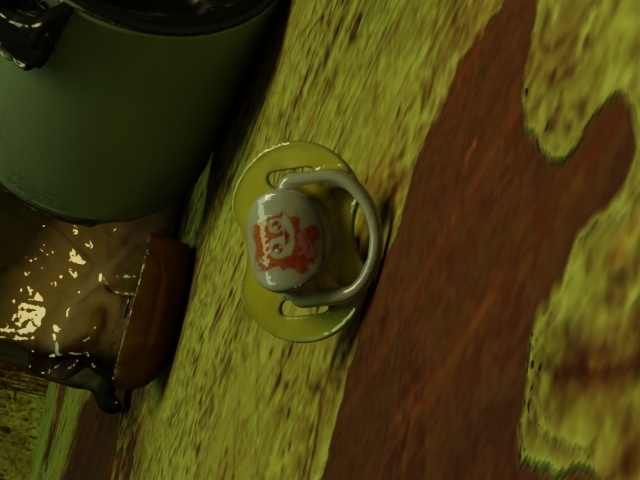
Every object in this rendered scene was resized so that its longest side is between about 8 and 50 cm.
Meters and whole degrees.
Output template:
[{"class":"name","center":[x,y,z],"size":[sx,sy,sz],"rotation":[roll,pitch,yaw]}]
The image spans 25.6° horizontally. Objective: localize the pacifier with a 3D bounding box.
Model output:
[{"class":"pacifier","center":[0.000,0.000,0.588],"size":[0.064,0.068,0.083],"rotation":[1,-98,-69]}]

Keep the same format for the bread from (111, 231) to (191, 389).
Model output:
[{"class":"bread","center":[-0.136,0.059,1.153],"size":[0.126,0.044,0.129],"rotation":[173,109,-85]}]

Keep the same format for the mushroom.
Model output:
[{"class":"mushroom","center":[-0.264,-0.074,1.339],"size":[0.224,0.313,0.397],"rotation":[153,136,-70]}]

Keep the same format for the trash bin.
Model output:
[{"class":"trash bin","center":[-0.156,-0.169,1.082],"size":[0.277,0.217,0.262],"rotation":[-39,-11,-34]}]
